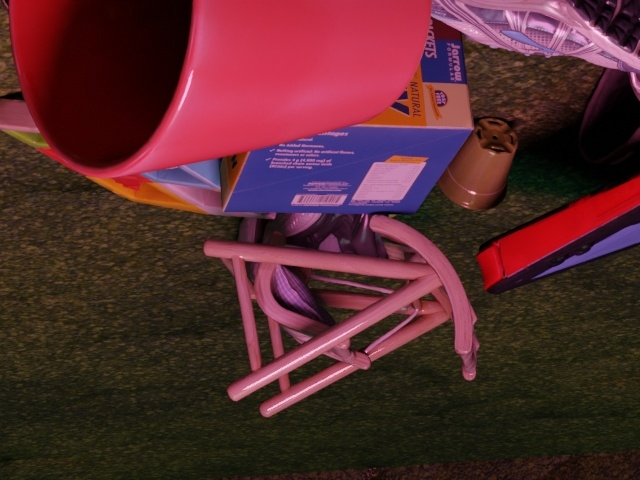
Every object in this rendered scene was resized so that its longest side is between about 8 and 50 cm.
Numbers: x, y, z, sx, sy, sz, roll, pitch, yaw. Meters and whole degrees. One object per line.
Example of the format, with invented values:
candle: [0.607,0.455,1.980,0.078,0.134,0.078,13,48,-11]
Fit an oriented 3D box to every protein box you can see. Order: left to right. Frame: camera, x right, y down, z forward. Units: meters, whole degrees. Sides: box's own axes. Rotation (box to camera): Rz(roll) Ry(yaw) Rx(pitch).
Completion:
protein box: [0.016,-0.124,1.559,0.200,0.136,0.201,0,158,-13]

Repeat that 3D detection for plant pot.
plant pot: [-0.067,-0.185,1.253,0.243,0.275,0.275,-3,161,-37]
plant pot: [0.175,-0.088,1.779,0.083,0.083,0.079,2,146,-18]

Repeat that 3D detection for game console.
game console: [0.380,-0.048,1.767,0.387,0.060,0.342,-16,172,-46]

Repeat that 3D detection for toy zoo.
toy zoo: [-0.172,-0.074,1.695,0.192,0.030,0.293,8,167,31]

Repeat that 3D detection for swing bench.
swing bench: [0.032,0.076,1.736,0.255,0.165,0.253,-11,168,3]

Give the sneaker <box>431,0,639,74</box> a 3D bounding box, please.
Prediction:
sneaker: [0.190,-0.211,1.436,0.283,0.110,0.122,19,158,-20]

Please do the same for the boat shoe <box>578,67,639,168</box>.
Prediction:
boat shoe: [0.318,-0.144,1.617,0.096,0.112,0.335,-10,162,-1]

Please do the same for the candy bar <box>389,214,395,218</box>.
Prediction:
candy bar: [0.049,-0.017,1.996,0.040,0.018,0.161,11,152,-33]

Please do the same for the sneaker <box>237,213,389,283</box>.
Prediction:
sneaker: [0.000,0.000,1.909,0.153,0.101,0.268,6,153,-19]

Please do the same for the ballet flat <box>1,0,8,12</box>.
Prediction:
ballet flat: [-0.237,-0.213,1.382,0.084,0.058,0.250,-6,158,2]
